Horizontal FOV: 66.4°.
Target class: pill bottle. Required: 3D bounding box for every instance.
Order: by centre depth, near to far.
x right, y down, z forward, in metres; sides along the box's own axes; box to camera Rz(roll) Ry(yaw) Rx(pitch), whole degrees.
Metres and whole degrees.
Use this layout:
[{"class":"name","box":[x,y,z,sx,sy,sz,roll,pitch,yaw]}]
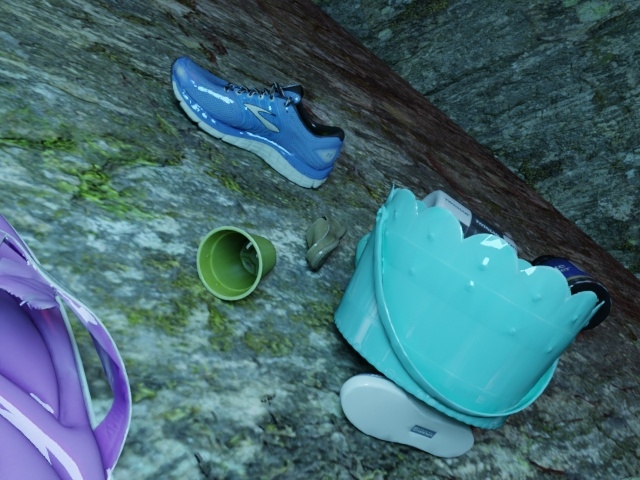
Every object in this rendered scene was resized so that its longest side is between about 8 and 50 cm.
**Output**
[{"class":"pill bottle","box":[0.292,0.018,0.963,0.245,0.130,0.130,32,29,-10]},{"class":"pill bottle","box":[0.559,0.110,1.127,0.122,0.123,0.219,35,15,-6]}]

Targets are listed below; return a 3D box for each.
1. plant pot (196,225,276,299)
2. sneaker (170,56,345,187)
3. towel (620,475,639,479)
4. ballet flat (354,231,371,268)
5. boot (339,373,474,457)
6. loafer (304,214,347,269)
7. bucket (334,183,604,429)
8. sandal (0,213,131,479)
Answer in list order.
[{"class":"plant pot","box":[-0.090,0.022,0.582,0.083,0.083,0.079,44,17,11]},{"class":"sneaker","box":[-0.101,-0.233,0.861,0.329,0.147,0.130,27,30,-19]},{"class":"towel","box":[0.537,0.421,0.764,0.148,0.027,0.110,16,36,-35]},{"class":"ballet flat","box":[0.152,0.086,0.776,0.247,0.083,0.087,35,53,-6]},{"class":"boot","box":[0.093,0.184,0.571,0.189,0.069,0.086,34,20,-25]},{"class":"loafer","box":[0.000,0.000,0.738,0.050,0.056,0.148,37,18,0]},{"class":"bucket","box":[0.162,0.076,0.594,0.281,0.183,0.281,28,8,-4]},{"class":"sandal","box":[-0.183,0.081,0.304,0.416,0.102,0.169,54,6,23]}]
